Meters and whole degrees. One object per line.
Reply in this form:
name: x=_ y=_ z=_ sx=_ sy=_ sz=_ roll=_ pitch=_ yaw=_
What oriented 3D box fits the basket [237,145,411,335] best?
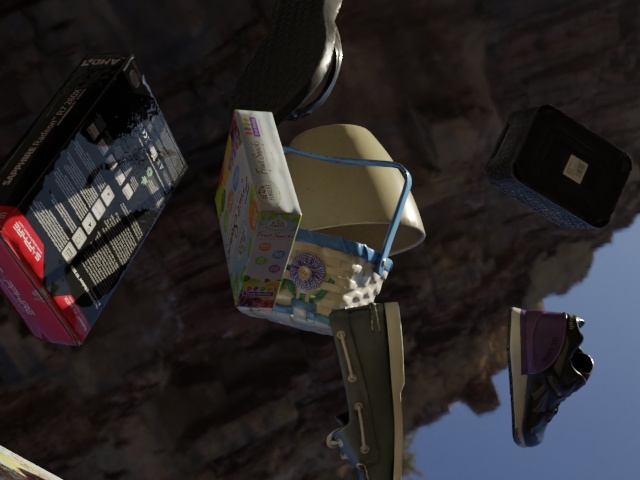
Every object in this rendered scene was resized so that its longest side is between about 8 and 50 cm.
basket: x=0.000 y=0.000 z=1.526 sx=0.254 sy=0.201 sz=0.289 roll=9 pitch=-103 yaw=25

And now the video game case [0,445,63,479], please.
video game case: x=-0.293 y=0.259 z=0.984 sx=0.026 sy=0.206 sz=0.227 roll=-59 pitch=-160 yaw=-13

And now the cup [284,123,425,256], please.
cup: x=0.036 y=-0.098 z=1.952 sx=0.331 sy=0.331 sz=0.237 roll=-10 pitch=-106 yaw=16

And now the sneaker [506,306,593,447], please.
sneaker: x=0.353 y=0.222 z=1.456 sx=0.124 sy=0.283 sz=0.107 roll=-1 pitch=-138 yaw=14

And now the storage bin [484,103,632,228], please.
storage bin: x=0.347 y=-0.105 z=1.392 sx=0.122 sy=0.180 sz=0.084 roll=-64 pitch=-163 yaw=-8

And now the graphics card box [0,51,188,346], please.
graphics card box: x=-0.334 y=-0.067 z=1.348 sx=0.094 sy=0.233 sz=0.371 roll=3 pitch=-132 yaw=25

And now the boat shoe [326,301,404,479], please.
boat shoe: x=0.057 y=0.239 z=1.244 sx=0.099 sy=0.320 sz=0.116 roll=0 pitch=-177 yaw=0

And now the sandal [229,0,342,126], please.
sandal: x=-0.023 y=-0.298 z=1.548 sx=0.167 sy=0.107 sz=0.446 roll=-19 pitch=-145 yaw=30

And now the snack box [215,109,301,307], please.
snack box: x=-0.055 y=-0.028 z=0.787 sx=0.037 sy=0.100 sz=0.141 roll=2 pitch=-139 yaw=-17
